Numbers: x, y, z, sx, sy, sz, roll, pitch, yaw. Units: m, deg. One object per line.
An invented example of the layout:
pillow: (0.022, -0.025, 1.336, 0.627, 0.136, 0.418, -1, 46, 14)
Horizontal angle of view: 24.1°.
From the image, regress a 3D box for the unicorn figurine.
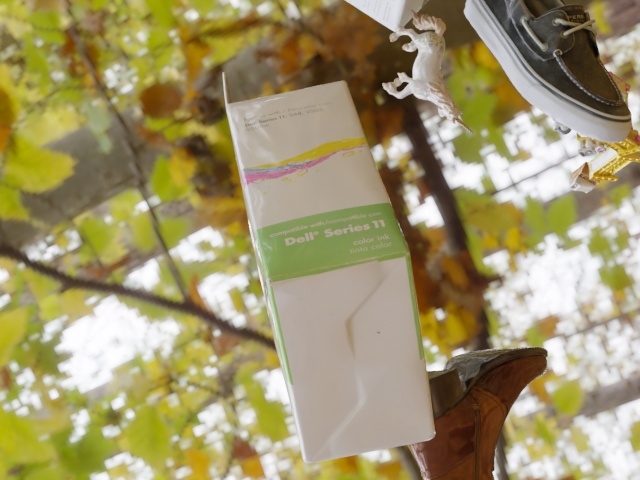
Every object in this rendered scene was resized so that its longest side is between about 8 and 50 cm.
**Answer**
unicorn figurine: (0.140, -0.222, 1.999, 0.060, 0.111, 0.162, -20, -66, -44)

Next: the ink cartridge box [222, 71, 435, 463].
ink cartridge box: (0.000, 0.000, 1.330, 0.353, 0.119, 0.207, -106, 5, -54)

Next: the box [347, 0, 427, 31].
box: (0.077, -0.411, 2.006, 0.182, 0.181, 0.119, 34, -119, 13)

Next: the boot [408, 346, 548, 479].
boot: (0.214, 0.281, 1.845, 0.264, 0.096, 0.280, -16, -85, -51)

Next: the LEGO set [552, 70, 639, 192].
LEGO set: (0.427, -0.171, 2.278, 0.287, 0.132, 0.107, 50, -145, -66)

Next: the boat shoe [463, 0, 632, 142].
boat shoe: (0.307, -0.264, 1.986, 0.121, 0.119, 0.335, -3, -137, -39)
